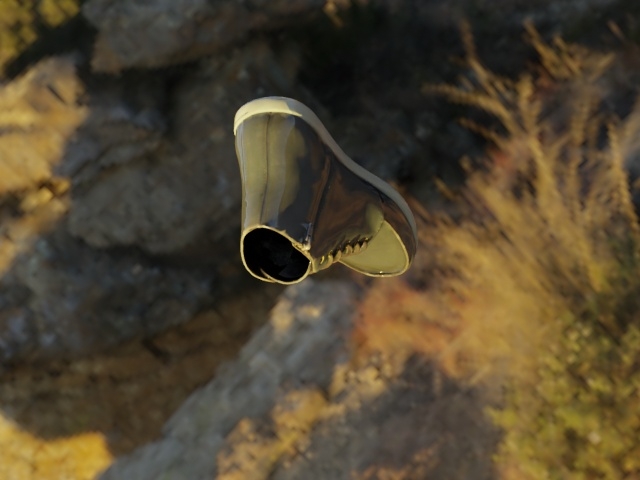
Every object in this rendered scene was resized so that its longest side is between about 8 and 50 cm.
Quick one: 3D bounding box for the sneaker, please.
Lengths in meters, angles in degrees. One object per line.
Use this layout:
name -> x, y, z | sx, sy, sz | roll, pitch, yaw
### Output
sneaker -> 0.000, 0.000, 1.203 | 0.083, 0.222, 0.118 | -15, 54, 29
